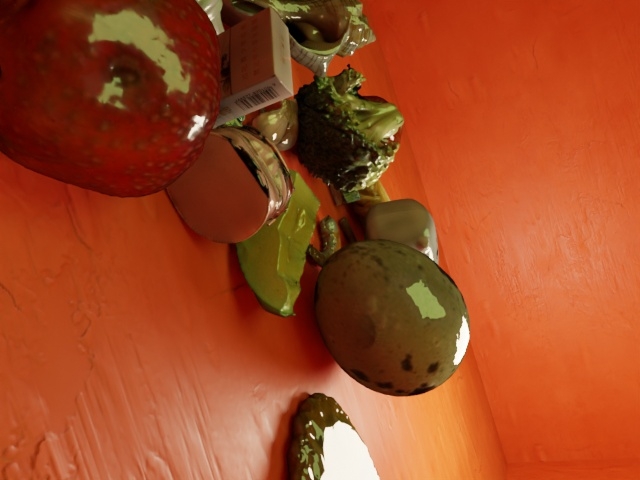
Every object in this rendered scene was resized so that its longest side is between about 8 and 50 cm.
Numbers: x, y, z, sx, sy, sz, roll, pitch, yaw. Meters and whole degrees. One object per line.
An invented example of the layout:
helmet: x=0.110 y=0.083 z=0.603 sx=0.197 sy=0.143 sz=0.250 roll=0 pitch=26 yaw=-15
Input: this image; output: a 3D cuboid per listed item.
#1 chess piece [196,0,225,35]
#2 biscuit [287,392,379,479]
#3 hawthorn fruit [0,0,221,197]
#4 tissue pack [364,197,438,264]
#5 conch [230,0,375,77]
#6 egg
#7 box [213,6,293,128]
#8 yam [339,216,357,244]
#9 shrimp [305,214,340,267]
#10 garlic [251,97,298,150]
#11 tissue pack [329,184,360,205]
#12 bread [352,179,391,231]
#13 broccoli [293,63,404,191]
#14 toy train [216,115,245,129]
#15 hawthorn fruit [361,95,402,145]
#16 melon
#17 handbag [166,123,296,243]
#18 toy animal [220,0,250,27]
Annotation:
chess piece: x=-0.217 y=-0.421 z=0.909 sx=0.272 sy=0.139 sz=0.139 roll=57 pitch=27 yaw=-56
biscuit: x=0.031 y=0.499 z=0.892 sx=0.329 sy=0.078 sz=0.335 roll=56 pitch=27 yaw=-24
hawthorn fruit: x=-0.258 y=-0.183 z=0.502 sx=0.299 sy=0.275 sz=0.276 roll=-10 pitch=84 yaw=-55
tissue pack: x=0.258 y=0.054 z=1.382 sx=0.236 sy=0.229 sz=0.333 roll=-91 pitch=171 yaw=-60
conch: x=-0.022 y=-0.479 z=1.004 sx=0.385 sy=0.169 sz=0.203 roll=-14 pitch=80 yaw=-23
egg: x=0.164 y=0.179 z=1.050 sx=0.428 sy=0.345 sz=0.345 roll=43 pitch=36 yaw=-23
box: x=-0.166 y=-0.293 z=0.776 sx=0.067 sy=0.233 sz=0.150 roll=35 pitch=46 yaw=-56
yam: x=0.098 y=-0.008 z=1.387 sx=0.145 sy=0.032 sz=0.032 roll=61 pitch=28 yaw=-24
shrimp: x=0.000 y=0.000 z=1.175 sx=0.166 sy=0.049 sz=0.161 roll=11 pitch=67 yaw=-54
garlic: x=-0.113 y=-0.281 z=1.061 sx=0.174 sy=0.099 sz=0.124 roll=-27 pitch=116 yaw=-62
tissue pack: x=0.070 y=-0.171 z=1.384 sx=0.085 sy=0.079 sz=0.111 roll=-175 pitch=-112 yaw=-79
bread: x=0.192 y=-0.102 z=1.531 sx=0.311 sy=0.121 sz=0.173 roll=58 pitch=25 yaw=-31
broccoli: x=0.085 y=-0.303 z=1.144 sx=0.280 sy=0.347 sz=0.294 roll=-23 pitch=125 yaw=-27
toy train: x=-0.205 y=-0.269 z=0.900 sx=0.122 sy=0.050 sz=0.081 roll=54 pitch=36 yaw=-37
hawthorn fruit: x=0.160 y=-0.371 z=1.508 sx=0.300 sy=0.253 sz=0.254 roll=-50 pitch=121 yaw=-75
melon: x=-0.091 y=0.006 z=0.887 sx=0.196 sy=0.124 sz=0.324 roll=41 pitch=46 yaw=-41
handbag: x=-0.155 y=-0.102 z=0.758 sx=0.205 sy=0.179 sz=0.116 roll=56 pitch=21 yaw=-14
toy animal: x=-0.208 y=-0.586 z=0.970 sx=0.250 sy=0.154 sz=0.166 roll=46 pitch=-3 yaw=-27
